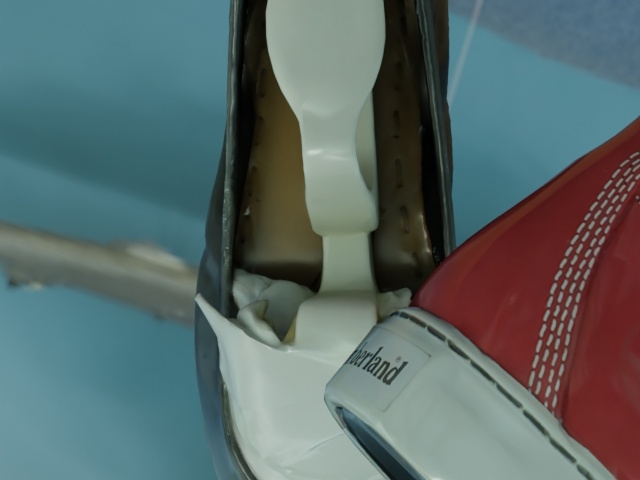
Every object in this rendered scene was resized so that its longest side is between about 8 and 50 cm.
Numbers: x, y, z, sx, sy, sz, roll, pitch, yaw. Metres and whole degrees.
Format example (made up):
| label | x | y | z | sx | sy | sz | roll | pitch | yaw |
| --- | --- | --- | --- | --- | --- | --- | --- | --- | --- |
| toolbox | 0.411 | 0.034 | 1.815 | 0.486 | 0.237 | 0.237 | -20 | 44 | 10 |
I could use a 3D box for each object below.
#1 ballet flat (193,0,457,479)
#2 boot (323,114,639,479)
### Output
| label | x | y | z | sx | sy | sz | roll | pitch | yaw |
| --- | --- | --- | --- | --- | --- | --- | --- | --- | --- |
| ballet flat | 0.000 | 0.000 | 0.558 | 0.095 | 0.280 | 0.096 | -5 | 179 | 6 |
| boot | 0.140 | 0.058 | 0.386 | 0.244 | 0.176 | 0.088 | 50 | 170 | -18 |
